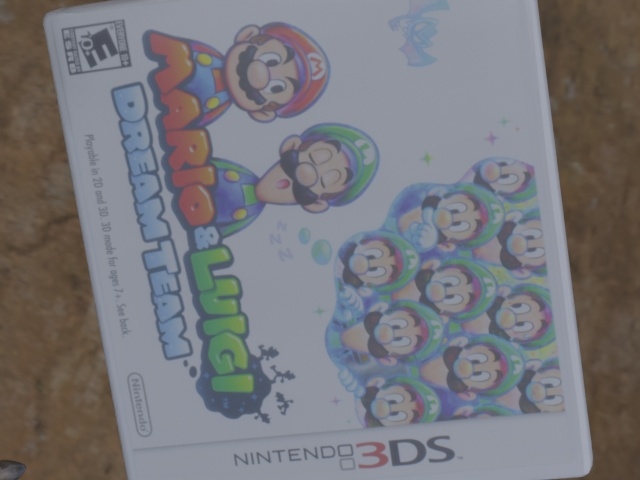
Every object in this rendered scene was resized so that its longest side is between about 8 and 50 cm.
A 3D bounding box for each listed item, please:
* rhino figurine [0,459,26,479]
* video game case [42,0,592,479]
[{"bbox_3d":[-0.199,0.070,0.642,0.106,0.073,0.243,-20,125,12],"label":"rhino figurine"},{"bbox_3d":[0.000,0.000,0.457,0.019,0.143,0.157,-50,133,-73],"label":"video game case"}]
